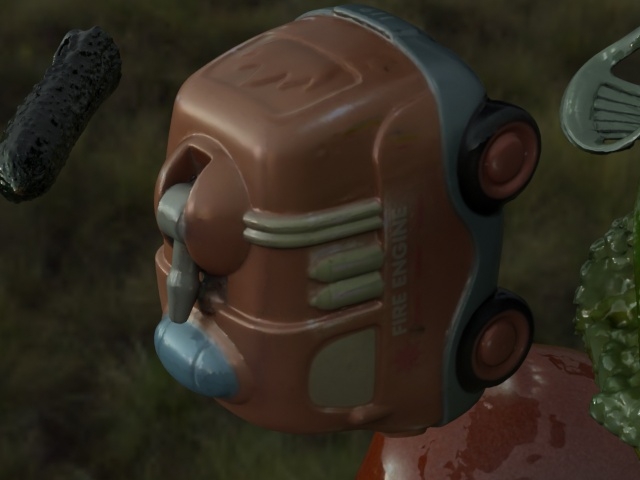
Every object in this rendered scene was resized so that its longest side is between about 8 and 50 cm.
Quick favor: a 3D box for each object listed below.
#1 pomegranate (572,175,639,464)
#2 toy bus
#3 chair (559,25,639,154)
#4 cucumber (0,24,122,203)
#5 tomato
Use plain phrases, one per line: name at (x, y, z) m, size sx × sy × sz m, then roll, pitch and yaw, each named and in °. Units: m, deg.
pomegranate at (0.280, 0.076, 1.114) m, size 0.260 × 0.260 × 0.341 m, roll 3°, pitch 35°, yaw 1°
toy bus at (0.000, 0.000, 1.184) m, size 0.232 × 0.288 × 0.194 m, roll -20°, pitch 34°, yaw -36°
chair at (0.418, -0.145, 1.952) m, size 0.274 × 0.190 × 0.203 m, roll 25°, pitch 45°, yaw -7°
cucumber at (-0.224, -0.096, 1.519) m, size 0.067 × 0.067 × 0.245 m, roll 7°, pitch 32°, yaw 10°
tomato at (0.202, 0.276, 1.783) m, size 0.341 × 0.341 × 0.273 m, roll -3°, pitch 28°, yaw -14°
